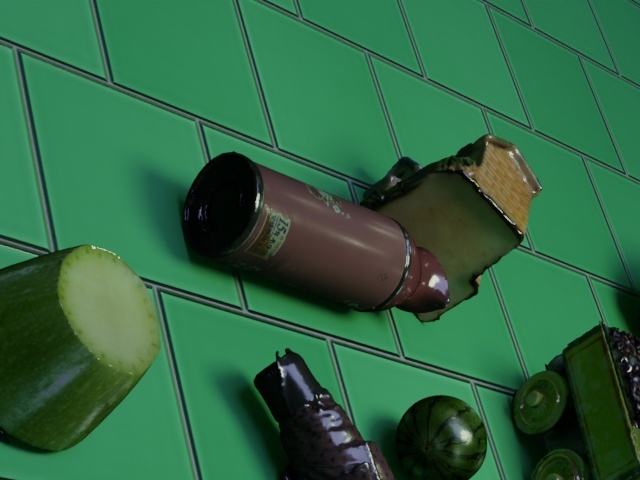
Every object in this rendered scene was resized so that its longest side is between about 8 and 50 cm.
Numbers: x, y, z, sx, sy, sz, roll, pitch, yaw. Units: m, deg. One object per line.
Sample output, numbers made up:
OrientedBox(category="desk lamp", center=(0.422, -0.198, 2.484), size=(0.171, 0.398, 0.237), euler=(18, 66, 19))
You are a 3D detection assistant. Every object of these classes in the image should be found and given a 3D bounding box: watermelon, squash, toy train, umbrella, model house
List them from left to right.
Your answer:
OrientedBox(category="squash", center=(-0.218, 0.084, 1.460), size=(0.170, 0.123, 0.170), euler=(38, 36, -35))
OrientedBox(category="umbrella", center=(0.034, 0.251, 1.662), size=(0.326, 0.090, 0.094), euler=(57, 34, 6))
OrientedBox(category="watermelon", center=(0.130, 0.210, 1.827), size=(0.109, 0.109, 0.109), euler=(35, 35, -29))
OrientedBox(category="model house", center=(0.151, -0.041, 2.025), size=(0.166, 0.183, 0.172), euler=(47, 33, -14))
OrientedBox(category="toy train", center=(0.330, 0.228, 2.009), size=(0.134, 0.177, 0.261), euler=(27, 39, -37))

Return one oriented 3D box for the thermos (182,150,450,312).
OrientedBox(category="thermos", center=(0.001, 0.008, 1.863), size=(0.330, 0.136, 0.110), euler=(21, 71, -43))
